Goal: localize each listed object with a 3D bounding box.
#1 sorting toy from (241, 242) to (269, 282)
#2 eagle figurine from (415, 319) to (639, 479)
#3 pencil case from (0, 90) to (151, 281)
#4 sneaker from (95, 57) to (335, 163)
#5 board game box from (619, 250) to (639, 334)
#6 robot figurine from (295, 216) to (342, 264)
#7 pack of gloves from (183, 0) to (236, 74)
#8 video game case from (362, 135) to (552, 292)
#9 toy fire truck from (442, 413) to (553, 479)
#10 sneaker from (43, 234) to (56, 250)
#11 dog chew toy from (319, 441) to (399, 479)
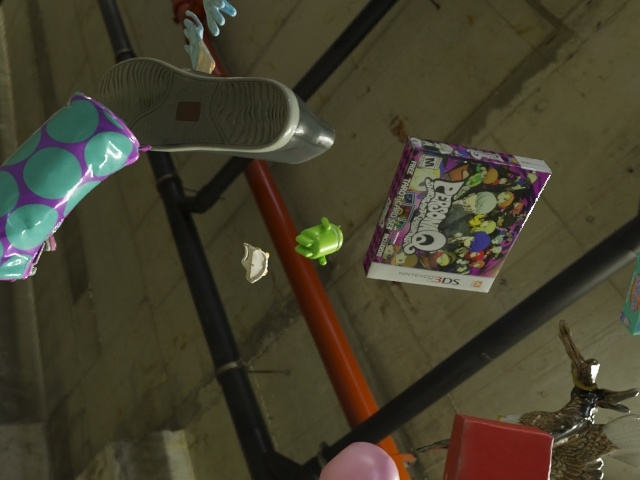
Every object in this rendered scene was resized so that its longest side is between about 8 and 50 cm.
[{"bbox_3d":[-0.159,0.042,1.328,0.075,0.045,0.083,31,-59,42],"label":"sorting toy"},{"bbox_3d":[0.318,0.307,0.850,0.226,0.298,0.225,48,-24,18],"label":"eagle figurine"},{"bbox_3d":[-0.207,-0.041,0.440,0.151,0.070,0.064,-51,-157,-11],"label":"pencil case"},{"bbox_3d":[-0.102,-0.112,0.555,0.222,0.118,0.083,15,-87,23],"label":"sneaker"},{"bbox_3d":[0.640,0.078,0.983,0.047,0.210,0.160,-98,180,-54],"label":"board game box"},{"bbox_3d":[0.000,0.000,1.255,0.067,0.115,0.101,27,-57,41],"label":"robot figurine"},{"bbox_3d":[-0.188,-0.373,0.980,0.195,0.046,0.232,108,-32,-41],"label":"pack of gloves"},{"bbox_3d":[0.194,-0.029,0.855,0.041,0.210,0.232,-99,-158,-53],"label":"video game case"},{"bbox_3d":[0.078,0.184,0.244,0.047,0.135,0.192,10,-95,1],"label":"toy fire truck"},{"bbox_3d":[-0.670,-0.049,1.320,0.072,0.077,0.178,21,-54,60],"label":"sneaker"},{"bbox_3d":[0.147,0.668,1.412,0.332,0.207,0.206,49,-64,22],"label":"dog chew toy"}]
